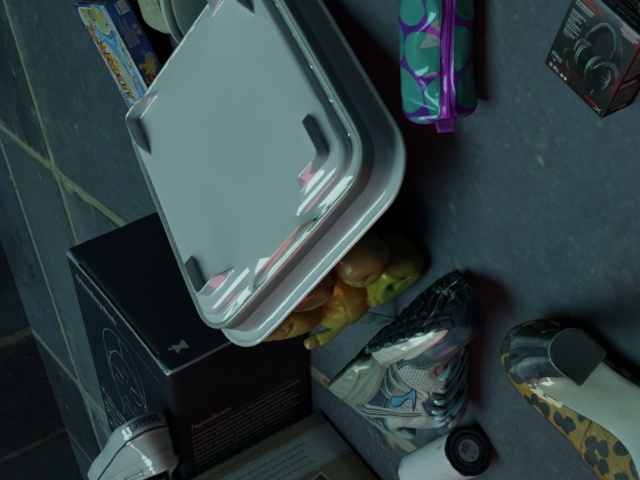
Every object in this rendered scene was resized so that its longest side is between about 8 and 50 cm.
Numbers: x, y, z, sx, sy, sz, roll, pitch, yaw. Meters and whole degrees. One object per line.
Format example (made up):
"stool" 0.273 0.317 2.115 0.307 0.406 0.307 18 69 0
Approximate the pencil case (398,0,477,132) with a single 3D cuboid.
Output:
"pencil case" 0.093 -0.168 0.804 0.070 0.065 0.151 -108 9 -54

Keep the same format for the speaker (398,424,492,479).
"speaker" 0.133 0.242 1.103 0.055 0.055 0.136 59 154 12

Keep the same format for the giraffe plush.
"giraffe plush" 0.000 0.000 1.061 0.170 0.181 0.210 66 -169 21

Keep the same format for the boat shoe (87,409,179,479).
"boat shoe" -0.239 0.309 1.343 0.088 0.096 0.267 61 146 18

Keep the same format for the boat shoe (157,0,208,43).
"boat shoe" -0.132 -0.349 1.027 0.091 0.114 0.302 41 134 38

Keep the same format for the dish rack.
"dish rack" -0.079 -0.097 0.974 0.285 0.072 0.332 -47 52 29

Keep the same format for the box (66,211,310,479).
"box" -0.181 0.193 1.469 0.293 0.212 0.395 42 147 38

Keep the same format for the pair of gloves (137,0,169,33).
"pair of gloves" -0.212 -0.370 1.226 0.204 0.042 0.240 4 122 55

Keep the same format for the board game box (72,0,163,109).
"board game box" -0.257 -0.240 1.384 0.136 0.035 0.201 23 144 58

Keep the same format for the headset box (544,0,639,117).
"headset box" 0.194 -0.135 0.682 0.062 0.032 0.083 52 153 25

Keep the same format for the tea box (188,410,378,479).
"tea box" -0.077 0.466 1.381 0.220 0.329 0.323 46 147 35

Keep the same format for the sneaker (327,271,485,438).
"sneaker" 0.113 0.127 1.020 0.122 0.110 0.283 43 154 3

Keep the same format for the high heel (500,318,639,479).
"high heel" 0.253 0.168 0.822 0.261 0.093 0.186 50 176 2
